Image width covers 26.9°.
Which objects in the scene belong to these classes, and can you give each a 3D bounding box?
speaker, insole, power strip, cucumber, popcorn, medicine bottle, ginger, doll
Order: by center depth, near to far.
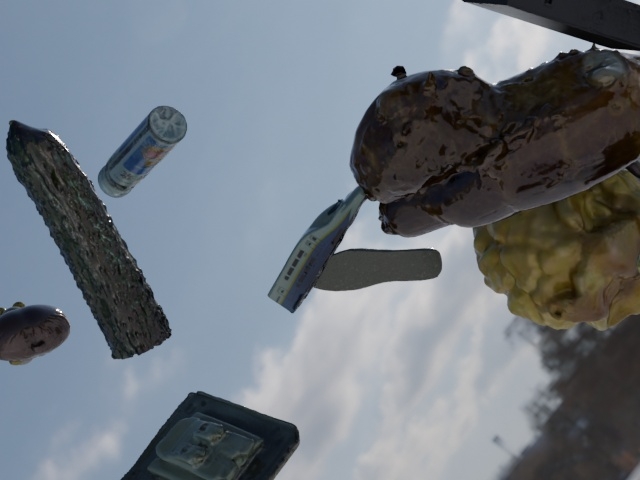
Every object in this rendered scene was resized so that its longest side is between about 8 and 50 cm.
[{"bbox_3d":[0.258,-0.246,1.413,0.218,0.082,0.044,10,-84,-32],"label":"speaker"},{"bbox_3d":[-0.220,-0.106,1.626,0.051,0.051,0.191,-40,4,-33],"label":"medicine bottle"},{"bbox_3d":[0.223,-0.137,1.630,0.418,0.176,0.254,-18,-38,20],"label":"ginger"},{"bbox_3d":[-0.318,-0.010,1.810,0.096,0.359,0.096,-24,14,6],"label":"cucumber"},{"bbox_3d":[-0.162,0.298,1.866,0.198,0.213,0.064,-53,-39,-32],"label":"power strip"},{"bbox_3d":[0.078,0.039,1.907,0.010,0.192,0.063,-88,-8,-75],"label":"insole"},{"bbox_3d":[0.426,-0.031,2.210,0.349,0.349,0.381,-37,-48,-41],"label":"popcorn"},{"bbox_3d":[-0.492,0.151,2.260,0.188,0.145,0.096,-101,4,-73],"label":"doll"}]

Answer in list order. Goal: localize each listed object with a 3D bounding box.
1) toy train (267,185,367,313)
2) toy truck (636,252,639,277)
[{"bbox_3d":[0.000,0.000,1.803,0.234,0.051,0.052,-59,-2,38],"label":"toy train"},{"bbox_3d":[0.494,0.038,1.639,0.161,0.162,0.385,-60,-29,-19],"label":"toy truck"}]
